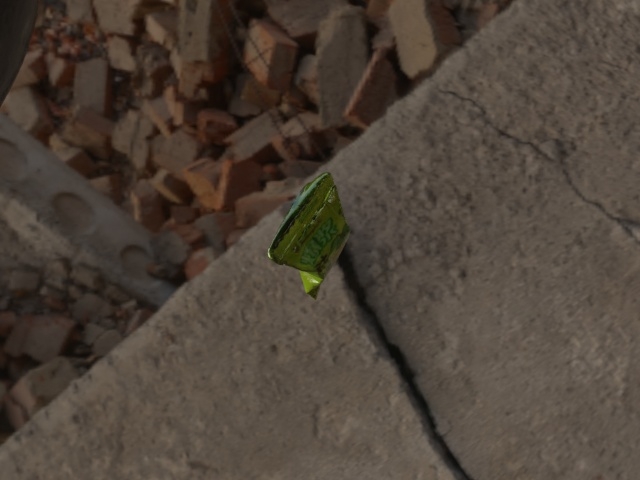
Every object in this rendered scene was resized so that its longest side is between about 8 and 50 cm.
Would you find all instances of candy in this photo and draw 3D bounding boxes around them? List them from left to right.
[{"bbox_3d":[0.000,0.000,1.419,0.069,0.246,0.149,29,81,14],"label":"candy"}]

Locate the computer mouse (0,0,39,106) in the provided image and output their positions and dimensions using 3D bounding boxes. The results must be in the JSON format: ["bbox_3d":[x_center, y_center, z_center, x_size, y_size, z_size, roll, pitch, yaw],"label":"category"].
[{"bbox_3d":[-0.262,-0.136,0.694,0.168,0.087,0.295,169,111,-73],"label":"computer mouse"}]
